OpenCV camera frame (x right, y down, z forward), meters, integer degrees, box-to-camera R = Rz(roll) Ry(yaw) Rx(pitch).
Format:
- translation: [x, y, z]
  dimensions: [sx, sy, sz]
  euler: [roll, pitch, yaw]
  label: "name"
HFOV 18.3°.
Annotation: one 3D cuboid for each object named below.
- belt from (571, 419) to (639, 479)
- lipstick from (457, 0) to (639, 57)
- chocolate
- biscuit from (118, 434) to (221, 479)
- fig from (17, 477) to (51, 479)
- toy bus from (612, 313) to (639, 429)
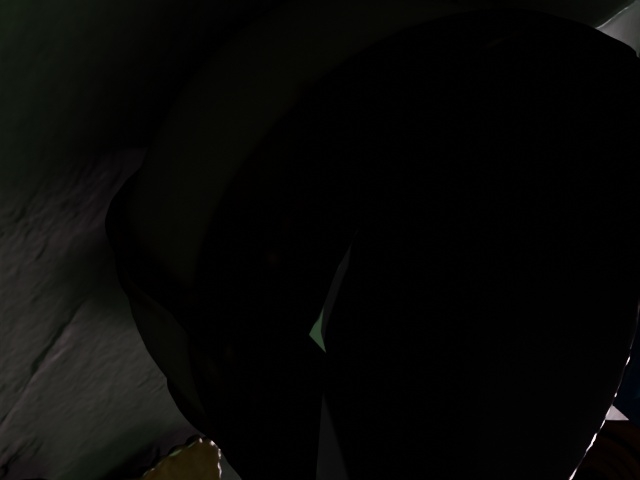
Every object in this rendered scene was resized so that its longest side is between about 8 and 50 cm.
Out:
- translation: [0.196, 0.261, 1.541]
  dimensions: [0.105, 0.184, 0.261]
  euler: [7, 123, -56]
  label: "belt"
- translation: [0.122, -0.024, 1.175]
  dimensions: [0.080, 0.076, 0.371]
  euler: [-34, 150, -21]
  label: "lipstick"
- translation: [0.019, 0.007, 0.938]
  dimensions: [0.283, 0.186, 0.283]
  euler: [-29, 129, -42]
  label: "chocolate"
- translation: [-0.151, 0.233, 1.186]
  dimensions: [0.232, 0.013, 0.237]
  euler: [-30, 145, -26]
  label: "biscuit"
- translation: [-0.154, 0.158, 1.040]
  dimensions: [0.088, 0.074, 0.074]
  euler: [-41, 158, -50]
  label: "fig"
- translation: [0.279, -0.021, 1.331]
  dimensions: [0.175, 0.138, 0.287]
  euler: [-23, 145, -39]
  label: "toy bus"
